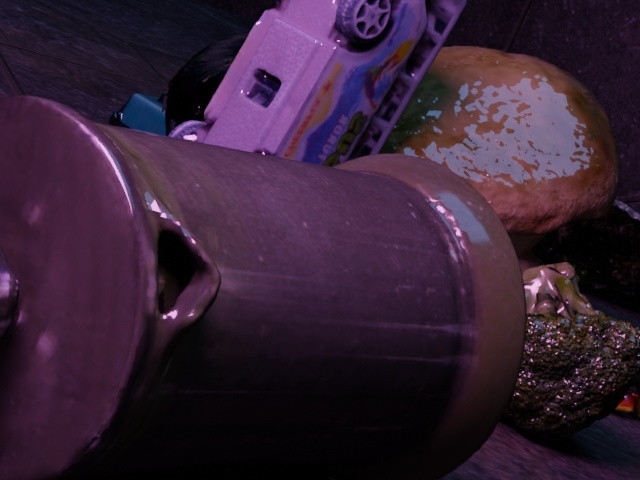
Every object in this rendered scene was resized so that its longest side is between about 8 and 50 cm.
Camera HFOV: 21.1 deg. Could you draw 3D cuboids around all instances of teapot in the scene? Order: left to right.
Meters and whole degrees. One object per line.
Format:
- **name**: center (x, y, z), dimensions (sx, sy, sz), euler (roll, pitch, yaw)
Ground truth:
- **teapot**: center (-0.085, 0.035, 0.906), dimensions (0.270, 0.200, 0.337), euler (-1, -5, 37)

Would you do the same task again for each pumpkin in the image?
- **pumpkin**: center (-0.040, -0.114, 1.677), dimensions (0.233, 0.163, 0.233), euler (3, 30, -2)

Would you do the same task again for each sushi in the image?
- **sushi**: center (0.350, -0.002, 2.204), dimensions (0.225, 0.127, 0.124), euler (30, 8, -9)

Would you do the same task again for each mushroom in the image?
- **mushroom**: center (0.122, -0.071, 1.464), dimensions (0.217, 0.212, 0.292), euler (28, 38, -45)

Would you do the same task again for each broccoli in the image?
- **broccoli**: center (0.178, 0.092, 1.354), dimensions (0.145, 0.138, 0.162), euler (15, -27, -22)

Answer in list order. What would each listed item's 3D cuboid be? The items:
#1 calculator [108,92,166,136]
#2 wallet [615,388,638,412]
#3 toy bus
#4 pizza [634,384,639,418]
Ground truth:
- **calculator**: center (-0.072, -0.097, 1.920), dimensions (0.248, 0.058, 0.274), euler (30, 13, 35)
- **wallet**: center (0.176, 0.075, 1.589), dimensions (0.241, 0.067, 0.141), euler (22, 8, -11)
- **toy bus**: center (-0.010, -0.101, 1.315), dimensions (0.109, 0.330, 0.136), euler (33, 4, 40)
- **pizza**: center (0.352, 0.142, 1.523), dimensions (0.062, 0.182, 0.161), euler (-1, 64, -38)
